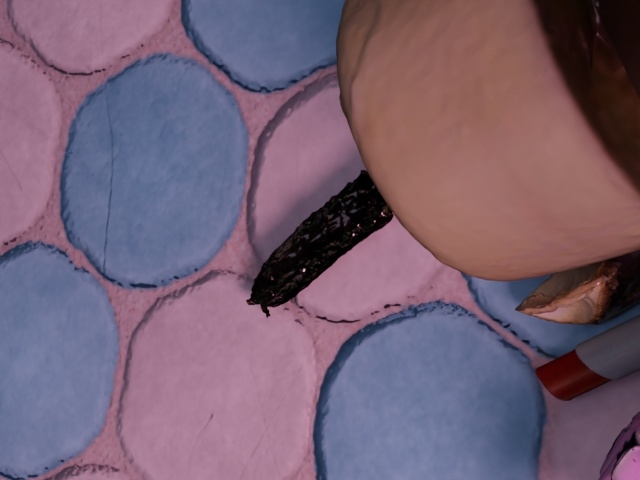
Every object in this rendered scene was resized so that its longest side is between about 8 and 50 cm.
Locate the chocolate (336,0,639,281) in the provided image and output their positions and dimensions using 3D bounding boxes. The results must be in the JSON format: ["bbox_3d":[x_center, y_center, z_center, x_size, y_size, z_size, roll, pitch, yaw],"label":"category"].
[{"bbox_3d":[0.151,-0.130,1.359,0.297,0.326,0.314,-14,33,26],"label":"chocolate"}]

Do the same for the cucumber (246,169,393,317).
[{"bbox_3d":[0.000,0.000,1.586,0.181,0.053,0.053,-40,66,20],"label":"cucumber"}]

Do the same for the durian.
[{"bbox_3d":[0.203,0.036,1.440,0.130,0.066,0.052,153,121,-62],"label":"durian"}]

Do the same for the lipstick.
[{"bbox_3d":[0.289,0.061,1.405,0.274,0.061,0.068,-30,93,29],"label":"lipstick"}]

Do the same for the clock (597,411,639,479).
[{"bbox_3d":[0.270,0.140,1.287,0.090,0.227,0.248,37,120,10],"label":"clock"}]

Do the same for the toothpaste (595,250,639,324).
[{"bbox_3d":[0.297,0.002,1.424,0.216,0.037,0.062,-27,69,32],"label":"toothpaste"}]
